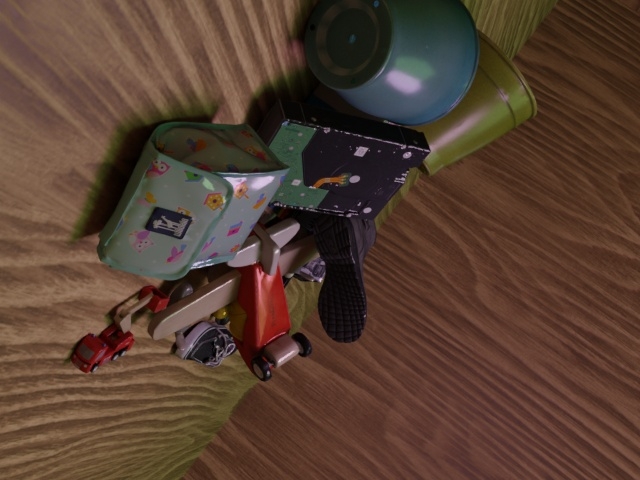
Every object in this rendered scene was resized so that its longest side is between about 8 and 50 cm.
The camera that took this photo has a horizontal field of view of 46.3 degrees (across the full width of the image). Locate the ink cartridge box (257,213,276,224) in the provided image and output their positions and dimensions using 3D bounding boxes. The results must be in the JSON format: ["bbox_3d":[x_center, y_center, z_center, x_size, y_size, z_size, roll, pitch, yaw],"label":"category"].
[{"bbox_3d":[-0.099,-0.116,1.787,0.179,0.045,0.145,-37,163,-35],"label":"ink cartridge box"}]

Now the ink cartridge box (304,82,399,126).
[{"bbox_3d":[0.098,-0.306,1.635,0.232,0.168,0.171,-53,169,0],"label":"ink cartridge box"}]

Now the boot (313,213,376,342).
[{"bbox_3d":[0.080,0.052,1.749,0.222,0.118,0.338,-46,139,-60],"label":"boot"}]

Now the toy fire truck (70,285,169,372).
[{"bbox_3d":[-0.385,0.169,1.447,0.135,0.047,0.192,-58,168,22],"label":"toy fire truck"}]

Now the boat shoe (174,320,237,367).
[{"bbox_3d":[-0.301,0.296,2.062,0.113,0.105,0.306,-53,170,0],"label":"boat shoe"}]

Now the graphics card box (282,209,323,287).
[{"bbox_3d":[-0.043,-0.044,1.952,0.370,0.094,0.232,-57,-174,19],"label":"graphics card box"}]

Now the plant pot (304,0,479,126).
[{"bbox_3d":[0.113,-0.352,1.370,0.255,0.272,0.271,-7,135,-54],"label":"plant pot"}]

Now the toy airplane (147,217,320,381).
[{"bbox_3d":[-0.167,0.094,1.675,0.386,0.272,0.384,29,89,-47],"label":"toy airplane"}]

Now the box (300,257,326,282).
[{"bbox_3d":[0.000,0.000,2.149,0.242,0.077,0.307,-60,-172,-7],"label":"box"}]

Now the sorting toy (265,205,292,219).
[{"bbox_3d":[-0.068,-0.104,1.684,0.132,0.046,0.274,-48,172,-2],"label":"sorting toy"}]

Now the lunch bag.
[{"bbox_3d":[-0.207,-0.063,1.169,0.262,0.160,0.223,-15,145,-55],"label":"lunch bag"}]

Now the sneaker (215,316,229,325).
[{"bbox_3d":[-0.186,0.168,2.084,0.227,0.130,0.087,-46,166,-24],"label":"sneaker"}]

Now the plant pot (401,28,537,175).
[{"bbox_3d":[0.376,-0.389,2.210,0.353,0.366,0.366,-41,170,2],"label":"plant pot"}]

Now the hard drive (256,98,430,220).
[{"bbox_3d":[0.018,-0.152,1.493,0.339,0.064,0.237,6,140,-30],"label":"hard drive"}]
